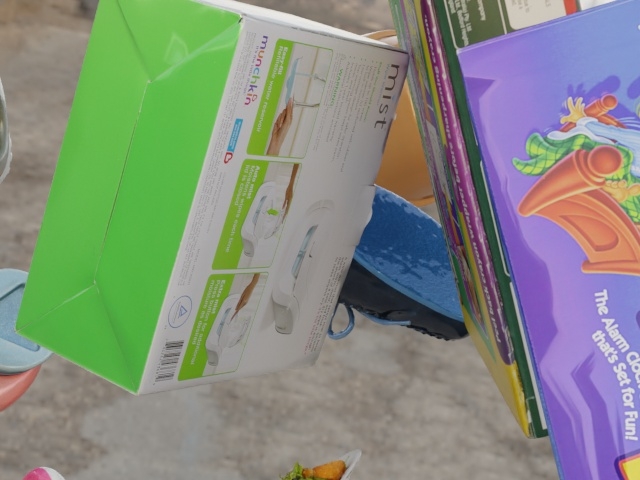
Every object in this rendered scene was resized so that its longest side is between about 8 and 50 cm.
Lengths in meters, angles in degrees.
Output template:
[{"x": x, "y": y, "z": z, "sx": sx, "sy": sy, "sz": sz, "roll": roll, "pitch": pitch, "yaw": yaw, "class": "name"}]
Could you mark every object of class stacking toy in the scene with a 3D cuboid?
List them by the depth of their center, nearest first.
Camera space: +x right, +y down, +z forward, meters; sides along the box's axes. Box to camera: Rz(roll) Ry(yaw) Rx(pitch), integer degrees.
[{"x": -0.475, "y": 0.089, "z": 1.656, "sx": 0.309, "sy": 0.279, "sz": 0.130, "roll": 42, "pitch": -34, "yaw": -6, "class": "stacking toy"}]

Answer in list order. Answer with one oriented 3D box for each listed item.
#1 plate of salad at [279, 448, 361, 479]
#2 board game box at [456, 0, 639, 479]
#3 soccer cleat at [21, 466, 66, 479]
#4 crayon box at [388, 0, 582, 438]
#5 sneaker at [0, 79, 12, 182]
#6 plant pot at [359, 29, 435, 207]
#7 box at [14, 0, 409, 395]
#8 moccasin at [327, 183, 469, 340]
[{"x": -0.048, "y": 0.219, "z": 1.033, "sx": 0.048, "sy": 0.200, "sz": 0.200, "roll": 46, "pitch": 11, "yaw": 0, "class": "plate of salad"}, {"x": 0.145, "y": 0.081, "z": 0.541, "sx": 0.078, "sy": 0.233, "sz": 0.347, "roll": -15, "pitch": -17, "yaw": 12, "class": "board game box"}, {"x": -0.295, "y": 0.420, "z": 1.615, "sx": 0.143, "sy": 0.331, "sz": 0.116, "roll": 0, "pitch": 6, "yaw": -37, "class": "soccer cleat"}, {"x": 0.137, "y": -0.076, "z": 1.048, "sx": 0.106, "sy": 0.363, "sz": 0.313, "roll": -14, "pitch": 11, "yaw": 1, "class": "crayon box"}, {"x": -0.401, "y": -0.191, "z": 1.567, "sx": 0.100, "sy": 0.271, "sz": 0.108, "roll": -16, "pitch": 0, "yaw": -23, "class": "sneaker"}, {"x": 0.154, "y": -0.194, "z": 2.138, "sx": 0.291, "sy": 0.290, "sz": 0.203, "roll": 6, "pitch": -9, "yaw": -33, "class": "plant pot"}, {"x": -0.069, "y": -0.038, "z": 1.007, "sx": 0.127, "sy": 0.262, "sz": 0.231, "roll": 22, "pitch": 13, "yaw": 28, "class": "box"}, {"x": 0.000, "y": 0.000, "z": 1.339, "sx": 0.342, "sy": 0.117, "sz": 0.137, "roll": 31, "pitch": 38, "yaw": 6, "class": "moccasin"}]
